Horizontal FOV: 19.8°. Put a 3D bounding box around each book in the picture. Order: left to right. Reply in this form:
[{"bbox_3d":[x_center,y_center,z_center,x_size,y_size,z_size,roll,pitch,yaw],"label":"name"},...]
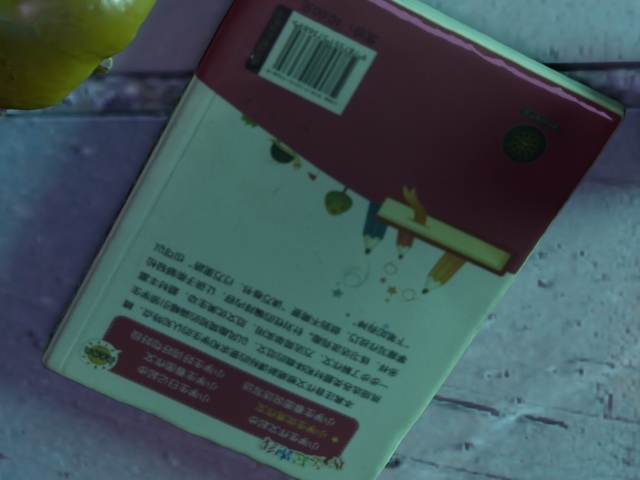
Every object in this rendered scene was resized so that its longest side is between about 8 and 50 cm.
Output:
[{"bbox_3d":[0.000,0.000,0.775,0.162,0.022,0.232,26,120,-11],"label":"book"}]

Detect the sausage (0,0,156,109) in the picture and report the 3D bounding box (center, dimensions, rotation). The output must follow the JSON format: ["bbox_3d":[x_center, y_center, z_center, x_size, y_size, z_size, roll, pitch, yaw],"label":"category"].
[{"bbox_3d":[-0.198,-0.157,0.618,0.328,0.112,0.112,33,118,-27],"label":"sausage"}]
